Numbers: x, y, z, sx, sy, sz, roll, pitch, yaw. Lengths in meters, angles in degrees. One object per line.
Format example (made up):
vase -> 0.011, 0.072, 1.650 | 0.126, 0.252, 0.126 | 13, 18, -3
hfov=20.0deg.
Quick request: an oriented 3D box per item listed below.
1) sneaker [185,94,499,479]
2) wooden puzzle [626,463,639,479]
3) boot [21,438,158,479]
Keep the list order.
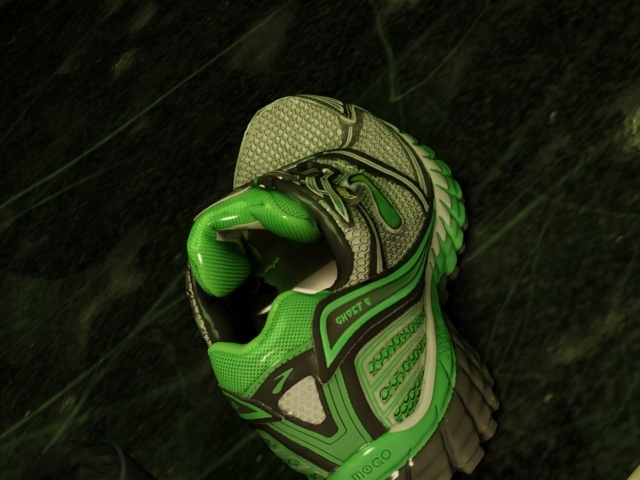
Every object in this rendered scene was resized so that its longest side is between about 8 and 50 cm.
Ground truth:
sneaker -> 0.000, 0.000, 0.981 | 0.134, 0.146, 0.343 | -37, 27, 12
wooden puzzle -> 0.234, -0.049, 0.610 | 0.322, 0.080, 0.348 | -48, -3, -16
boot -> -0.022, 0.153, 0.725 | 0.246, 0.207, 0.094 | -33, 29, 19
